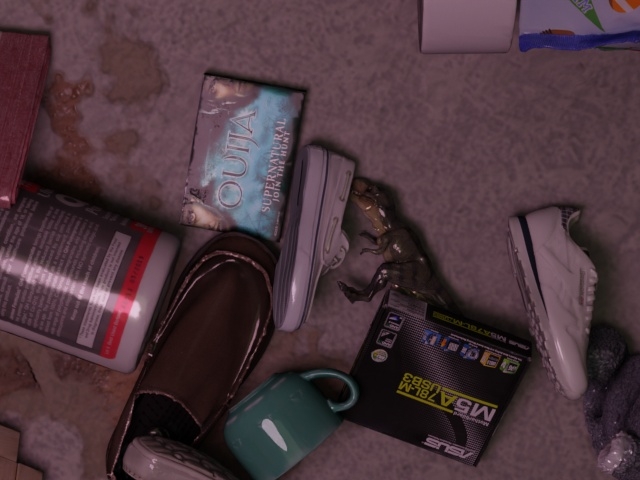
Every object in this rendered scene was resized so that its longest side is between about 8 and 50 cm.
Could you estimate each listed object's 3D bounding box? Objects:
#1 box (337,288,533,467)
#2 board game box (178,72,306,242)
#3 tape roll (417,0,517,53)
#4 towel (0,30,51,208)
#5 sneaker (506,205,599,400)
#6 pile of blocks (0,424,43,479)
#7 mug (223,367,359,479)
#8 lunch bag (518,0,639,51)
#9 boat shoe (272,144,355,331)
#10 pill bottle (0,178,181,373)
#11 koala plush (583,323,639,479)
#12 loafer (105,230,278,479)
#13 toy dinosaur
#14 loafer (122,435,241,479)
[{"bbox_3d":[0.134,0.168,1.871,0.190,0.045,0.184,21,121,-3],"label":"box"},{"bbox_3d":[-0.094,-0.099,1.867,0.126,0.026,0.186,10,101,-1],"label":"board game box"},{"bbox_3d":[0.155,-0.344,1.686,0.100,0.286,0.286,-1,101,2],"label":"tape roll"},{"bbox_3d":[-0.490,-0.153,1.790,0.329,0.037,0.237,7,58,1],"label":"towel"},{"bbox_3d":[0.287,0.070,1.824,0.094,0.090,0.235,-11,73,-4],"label":"sneaker"},{"bbox_3d":[-0.525,0.270,1.922,0.362,0.149,0.113,6,58,-9],"label":"pile of blocks"},{"bbox_3d":[-0.043,0.210,1.867,0.157,0.129,0.097,-39,88,-27],"label":"mug"},{"bbox_3d":[0.399,-0.363,1.647,0.239,0.385,0.328,10,103,38],"label":"lunch bag"},{"bbox_3d":[0.000,0.000,1.826,0.075,0.083,0.226,12,81,-17],"label":"boat shoe"},{"bbox_3d":[-0.338,0.025,1.820,0.318,0.176,0.176,20,101,-3],"label":"pill bottle"},{"bbox_3d":[0.403,0.221,1.815,0.196,0.221,0.203,1,101,1],"label":"koala plush"},{"bbox_3d":[-0.150,0.166,1.865,0.133,0.130,0.366,23,101,-3],"label":"loafer"},{"bbox_3d":[0.096,0.054,1.876,0.118,0.064,0.268,-37,101,1],"label":"toy dinosaur"},{"bbox_3d":[-0.126,0.326,1.834,0.111,0.112,0.319,-54,132,-3],"label":"loafer"}]
